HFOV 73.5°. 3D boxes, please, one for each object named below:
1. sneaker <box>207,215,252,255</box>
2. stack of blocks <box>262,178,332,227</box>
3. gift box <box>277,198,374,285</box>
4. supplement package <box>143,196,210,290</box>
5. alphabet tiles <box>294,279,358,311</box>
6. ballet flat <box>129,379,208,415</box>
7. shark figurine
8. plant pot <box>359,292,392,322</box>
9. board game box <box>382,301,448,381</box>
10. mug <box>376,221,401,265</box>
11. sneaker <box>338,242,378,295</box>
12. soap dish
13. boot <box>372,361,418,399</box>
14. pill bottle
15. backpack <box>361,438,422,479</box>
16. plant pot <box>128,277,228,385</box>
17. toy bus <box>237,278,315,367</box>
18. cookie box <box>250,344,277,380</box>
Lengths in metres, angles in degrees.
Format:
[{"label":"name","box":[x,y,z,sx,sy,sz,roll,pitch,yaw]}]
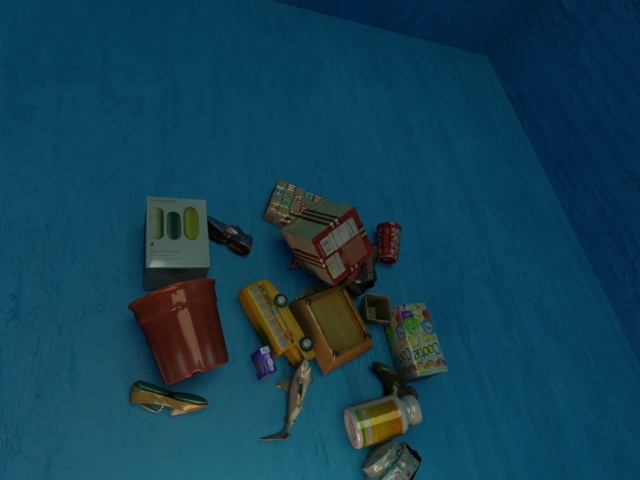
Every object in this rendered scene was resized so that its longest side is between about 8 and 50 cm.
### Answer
[{"label":"sneaker","box":[-0.359,-0.027,1.655,0.221,0.083,0.087,34,40,-10]},{"label":"stack of blocks","box":[-0.076,-0.119,1.823,0.298,0.087,0.171,22,55,-12]},{"label":"gift box","box":[0.000,0.000,1.641,0.277,0.258,0.254,-33,116,-22]},{"label":"supplement package","box":[-0.501,0.015,1.479,0.200,0.198,0.262,1,62,-24]},{"label":"alphabet tiles","box":[0.040,0.247,1.714,0.237,0.009,0.198,-31,78,-35]},{"label":"ballet flat","box":[-0.465,0.493,1.311,0.233,0.080,0.073,20,83,-10]},{"label":"shark figurine","box":[-0.109,0.532,1.446,0.116,0.166,0.278,15,72,13]},{"label":"plant pot","box":[0.210,0.283,1.717,0.109,0.096,0.108,10,58,-21]},{"label":"board game box","box":[0.362,0.402,1.690,0.142,0.144,0.275,-1,62,-25]},{"label":"mug","box":[0.289,0.009,1.900,0.150,0.113,0.169,32,54,-38]},{"label":"sneaker","box":[0.185,0.126,1.799,0.135,0.098,0.276,43,50,-5]},{"label":"soap dish","box":[0.047,0.312,1.601,0.229,0.118,0.290,-18,70,-32]},{"label":"boot","box":[0.263,0.554,1.595,0.219,0.082,0.106,41,51,0]},{"label":"pill bottle","box":[0.216,0.613,1.477,0.246,0.136,0.136,-10,66,-16]},{"label":"backpack","box":[0.220,0.758,1.404,0.144,0.166,0.188,41,50,3]},{"label":"plant pot","box":[-0.419,0.289,1.336,0.273,0.272,0.264,-15,77,-31]},{"label":"toy bus","box":[-0.157,0.301,1.529,0.130,0.108,0.332,-23,74,-33]},{"label":"cookie box","box":[-0.192,0.413,1.448,0.040,0.107,0.091,-10,68,-31]}]
